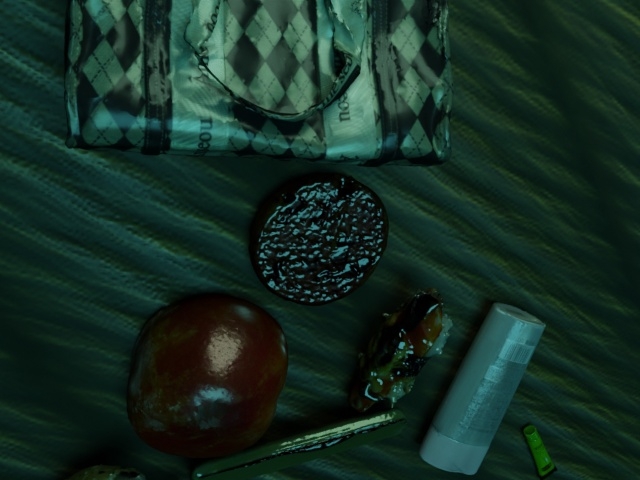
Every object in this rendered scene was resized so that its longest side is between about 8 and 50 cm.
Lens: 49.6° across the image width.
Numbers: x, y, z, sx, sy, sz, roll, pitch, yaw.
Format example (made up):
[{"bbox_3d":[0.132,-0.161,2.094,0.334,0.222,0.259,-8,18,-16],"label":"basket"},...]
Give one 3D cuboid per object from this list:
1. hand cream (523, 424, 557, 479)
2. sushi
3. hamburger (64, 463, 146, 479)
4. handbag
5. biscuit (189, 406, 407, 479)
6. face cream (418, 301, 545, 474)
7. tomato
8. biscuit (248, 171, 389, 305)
[{"bbox_3d":[0.371,0.360,1.173,0.036,0.023,0.122,-32,119,-8],"label":"hand cream"},{"bbox_3d":[0.115,0.156,0.981,0.103,0.097,0.226,28,113,-18],"label":"sushi"},{"bbox_3d":[-0.308,0.425,0.902,0.168,0.192,0.288,40,68,-31],"label":"hamburger"},{"bbox_3d":[-0.056,-0.244,0.754,0.416,0.180,0.316,2,96,-17],"label":"handbag"},{"bbox_3d":[-0.027,0.299,0.999,0.323,0.038,0.099,-13,152,-13],"label":"biscuit"},{"bbox_3d":[0.246,0.230,1.059,0.107,0.073,0.269,18,102,-17],"label":"face cream"},{"bbox_3d":[-0.145,0.194,0.887,0.201,0.139,0.232,12,105,-14],"label":"tomato"},{"bbox_3d":[0.000,0.000,0.917,0.192,0.049,0.192,-4,114,-10],"label":"biscuit"}]
